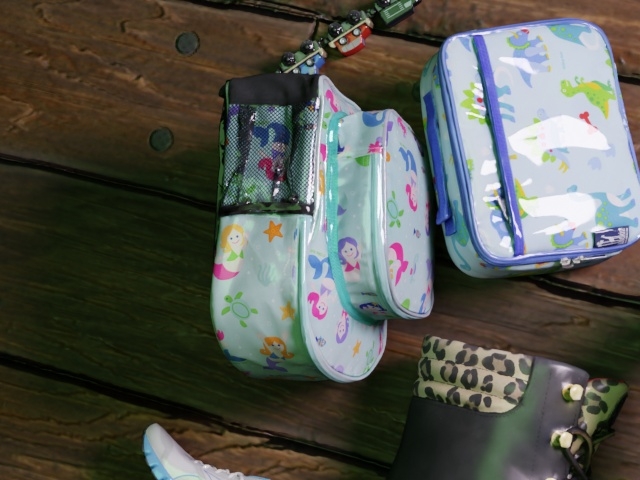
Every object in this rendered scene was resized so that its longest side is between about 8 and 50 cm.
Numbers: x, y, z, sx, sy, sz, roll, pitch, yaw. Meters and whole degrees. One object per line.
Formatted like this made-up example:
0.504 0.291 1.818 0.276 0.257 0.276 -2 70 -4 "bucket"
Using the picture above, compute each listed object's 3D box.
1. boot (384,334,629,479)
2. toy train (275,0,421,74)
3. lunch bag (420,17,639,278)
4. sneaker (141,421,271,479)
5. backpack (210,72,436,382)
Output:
0.204 0.251 1.316 0.378 0.138 0.284 13 82 26 "boot"
0.027 -0.195 1.499 0.158 0.027 0.036 -31 85 10 "toy train"
0.181 -0.078 1.367 0.176 0.090 0.218 -5 79 -15 "lunch bag"
-0.089 0.235 1.454 0.083 0.071 0.190 -41 81 1 "sneaker"
0.000 0.000 1.373 0.191 0.225 0.253 5 78 21 "backpack"
